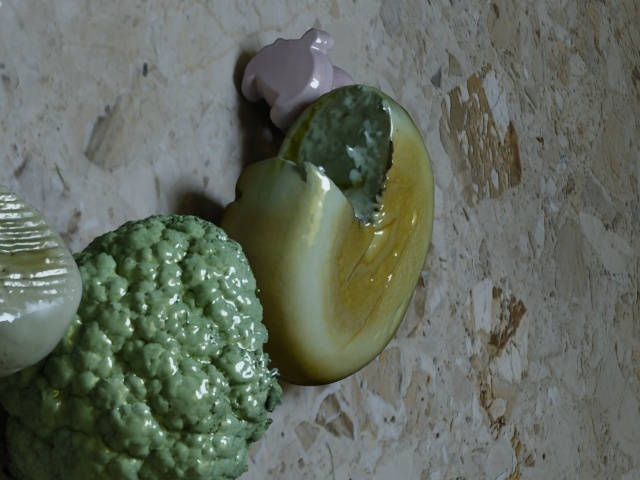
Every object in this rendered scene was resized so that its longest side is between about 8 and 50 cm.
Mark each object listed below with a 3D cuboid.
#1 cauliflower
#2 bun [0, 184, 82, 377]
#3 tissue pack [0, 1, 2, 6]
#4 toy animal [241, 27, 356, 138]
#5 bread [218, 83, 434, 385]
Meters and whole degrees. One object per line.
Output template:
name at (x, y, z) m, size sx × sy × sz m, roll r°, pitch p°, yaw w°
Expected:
cauliflower at (-0.161, 0.132, 1.590) m, size 0.272 × 0.275 × 0.250 m, roll 62°, pitch -2°, yaw 6°
bun at (-0.301, 0.037, 1.443) m, size 0.193 × 0.128 × 0.178 m, roll 3°, pitch 52°, yaw -40°
tissue pack at (-0.373, -0.222, 1.466) m, size 0.196 × 0.092 × 0.148 m, roll 56°, pitch 37°, yaw -32°
toy animal at (0.004, -0.152, 2.022) m, size 0.212 × 0.124 × 0.124 m, roll 37°, pitch 50°, yaw -55°
bread at (0.000, 0.000, 1.891) m, size 0.333 × 0.160 × 0.333 m, roll -28°, pitch 123°, yaw -53°
